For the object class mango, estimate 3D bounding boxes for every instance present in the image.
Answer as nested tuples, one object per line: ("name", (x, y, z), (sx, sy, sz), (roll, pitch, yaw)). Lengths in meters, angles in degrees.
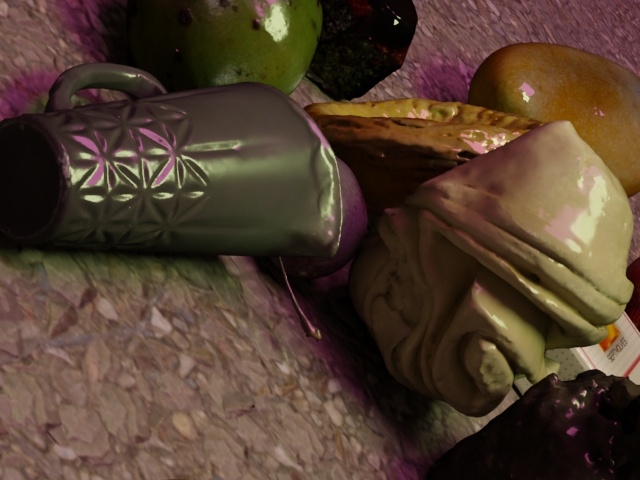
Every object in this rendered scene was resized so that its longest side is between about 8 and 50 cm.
("mango", (0.321, -0.154, 2.085), (0.384, 0.199, 0.221), (10, 51, -52))

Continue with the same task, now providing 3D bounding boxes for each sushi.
("sushi", (0.025, -0.276, 1.850), (0.136, 0.126, 0.225), (25, 32, -41))

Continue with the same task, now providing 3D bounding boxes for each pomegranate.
("pomegranate", (-0.086, -0.198, 1.532), (0.248, 0.202, 0.202), (68, 5, -55))

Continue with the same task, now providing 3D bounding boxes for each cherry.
("cherry", (-0.001, 0.002, 1.508), (0.148, 0.115, 0.188), (118, -50, -76))

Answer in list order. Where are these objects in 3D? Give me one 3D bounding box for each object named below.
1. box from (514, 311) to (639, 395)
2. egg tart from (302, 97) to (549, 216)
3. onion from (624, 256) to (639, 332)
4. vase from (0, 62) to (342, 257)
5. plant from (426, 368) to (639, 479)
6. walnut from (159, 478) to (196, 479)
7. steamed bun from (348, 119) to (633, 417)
("box", (0.301, 0.136, 1.828), (0.330, 0.095, 0.210), (56, 26, 3))
("egg tart", (0.113, -0.083, 1.677), (0.315, 0.315, 0.120), (-13, 110, -61))
("onion", (0.441, 0.098, 2.055), (0.195, 0.159, 0.159), (-35, 88, -39))
("vase", (-0.146, -0.063, 1.312), (0.251, 0.156, 0.301), (47, 29, 23))
("plant", (0.269, 0.215, 1.448), (0.215, 0.312, 0.213), (3, 52, -53))
("walnut", (-0.084, 0.252, 1.008), (0.197, 0.165, 0.165), (59, 27, 11))
("steamed bun", (0.182, 0.045, 1.512), (0.276, 0.289, 0.203), (19, 44, -60))
